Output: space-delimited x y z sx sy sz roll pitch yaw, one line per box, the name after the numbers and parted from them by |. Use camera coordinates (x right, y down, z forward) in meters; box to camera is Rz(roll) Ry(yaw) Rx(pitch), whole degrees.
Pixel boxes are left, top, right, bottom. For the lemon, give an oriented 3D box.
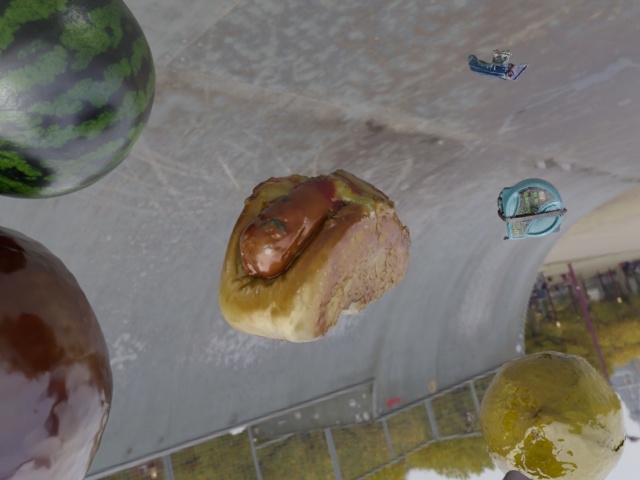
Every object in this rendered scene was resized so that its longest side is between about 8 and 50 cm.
0.335 0.264 0.887 0.204 0.204 0.260 -18 164 21 | lemon

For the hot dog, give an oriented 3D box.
0.000 0.000 0.668 0.150 0.153 0.256 7 -162 32 | hot dog

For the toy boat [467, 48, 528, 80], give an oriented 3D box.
0.223 -0.222 0.758 0.038 0.038 0.083 -4 -157 -43 | toy boat

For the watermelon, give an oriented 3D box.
-0.337 -0.189 0.696 0.285 0.285 0.285 -14 169 -3 | watermelon

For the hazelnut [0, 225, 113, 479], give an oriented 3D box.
-0.427 0.179 0.661 0.352 0.421 0.421 24 165 -2 | hazelnut

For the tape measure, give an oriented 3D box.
0.466 -0.072 1.339 0.146 0.125 0.081 -8 -166 20 | tape measure

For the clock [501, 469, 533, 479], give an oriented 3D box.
0.255 0.412 0.755 0.150 0.197 0.063 29 -163 25 | clock
